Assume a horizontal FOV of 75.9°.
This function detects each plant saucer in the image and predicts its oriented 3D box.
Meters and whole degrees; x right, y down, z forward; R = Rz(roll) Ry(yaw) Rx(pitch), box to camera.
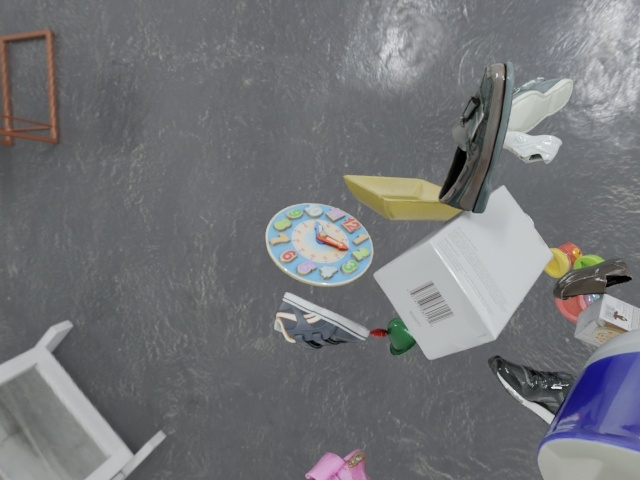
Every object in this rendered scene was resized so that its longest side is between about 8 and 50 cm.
[{"bbox_3d":[0.278,-0.138,1.358,0.332,0.333,0.081,0,110,-21],"label":"plant saucer"}]

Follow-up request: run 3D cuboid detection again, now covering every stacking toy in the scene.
[{"bbox_3d":[1.006,0.153,1.535,0.130,0.279,0.309,-21,94,-15],"label":"stacking toy"}]

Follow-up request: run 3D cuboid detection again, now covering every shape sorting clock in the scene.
[{"bbox_3d":[0.000,0.000,0.771,0.206,0.206,0.040,27,133,9],"label":"shape sorting clock"}]

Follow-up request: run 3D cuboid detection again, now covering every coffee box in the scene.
[{"bbox_3d":[0.921,0.280,1.216,0.246,0.141,0.098,26,57,15],"label":"coffee box"}]

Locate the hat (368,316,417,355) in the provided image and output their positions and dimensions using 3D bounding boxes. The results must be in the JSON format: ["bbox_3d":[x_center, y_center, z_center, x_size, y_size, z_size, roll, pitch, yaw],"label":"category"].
[{"bbox_3d":[0.250,0.288,1.452,0.183,0.208,0.173,43,103,-6],"label":"hat"}]

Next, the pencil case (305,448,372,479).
[{"bbox_3d":[0.097,0.425,0.427,0.167,0.160,0.386,-51,57,10],"label":"pencil case"}]

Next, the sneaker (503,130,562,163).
[{"bbox_3d":[0.488,-0.223,0.986,0.152,0.053,0.061,21,86,42],"label":"sneaker"}]

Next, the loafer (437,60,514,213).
[{"bbox_3d":[0.239,-0.146,0.650,0.084,0.096,0.268,6,139,15],"label":"loafer"}]

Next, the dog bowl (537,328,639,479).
[{"bbox_3d":[0.293,0.186,0.263,0.104,0.265,0.265,-41,85,-21],"label":"dog bowl"}]

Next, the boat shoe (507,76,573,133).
[{"bbox_3d":[0.571,-0.382,1.143,0.099,0.319,0.116,39,147,42],"label":"boat shoe"}]

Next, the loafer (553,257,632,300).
[{"bbox_3d":[0.793,0.121,1.193,0.219,0.078,0.080,-26,125,10],"label":"loafer"}]

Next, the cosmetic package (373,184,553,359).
[{"bbox_3d":[0.300,0.047,0.817,0.155,0.365,0.197,-39,81,45],"label":"cosmetic package"}]

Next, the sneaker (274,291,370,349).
[{"bbox_3d":[-0.006,0.245,1.127,0.321,0.126,0.128,12,73,50],"label":"sneaker"}]

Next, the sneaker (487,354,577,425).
[{"bbox_3d":[0.518,0.332,0.948,0.283,0.107,0.124,38,105,-10],"label":"sneaker"}]
